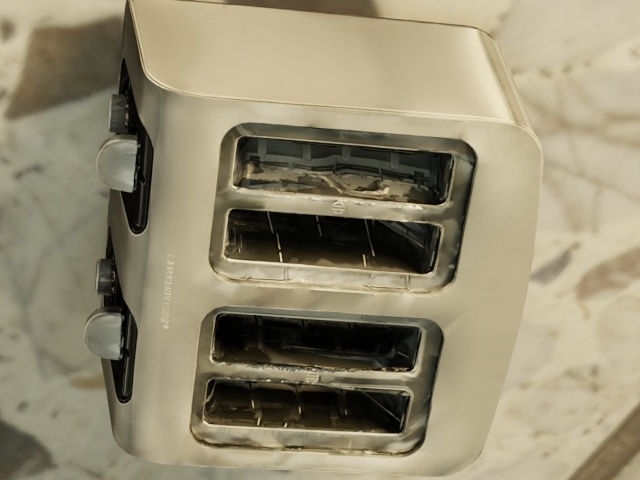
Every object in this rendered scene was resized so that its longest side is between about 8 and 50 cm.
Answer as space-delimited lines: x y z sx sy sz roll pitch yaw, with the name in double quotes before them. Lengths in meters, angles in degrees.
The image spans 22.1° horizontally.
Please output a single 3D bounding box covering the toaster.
"toaster" 0.000 0.000 0.665 0.186 0.110 0.168 5 118 -9
